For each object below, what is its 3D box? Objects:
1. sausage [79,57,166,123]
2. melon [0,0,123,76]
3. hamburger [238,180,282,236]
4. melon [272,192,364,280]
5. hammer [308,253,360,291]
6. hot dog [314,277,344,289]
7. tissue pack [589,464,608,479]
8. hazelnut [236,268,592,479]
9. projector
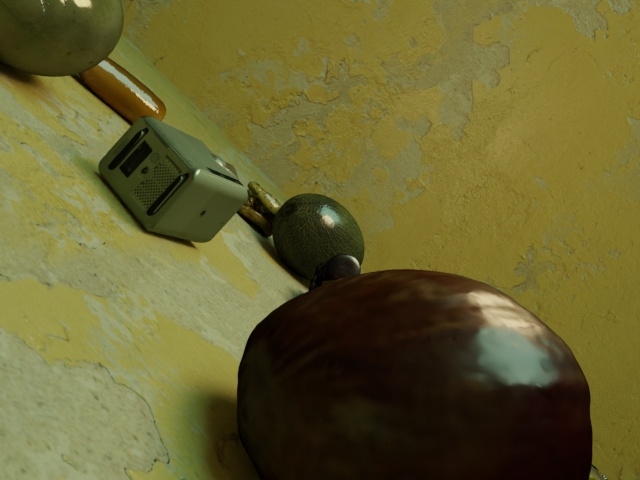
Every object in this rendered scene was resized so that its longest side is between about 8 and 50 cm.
[{"bbox_3d":[-0.547,-0.412,1.711,0.328,0.112,0.112,38,9,-31],"label":"sausage"},{"bbox_3d":[-0.541,-0.449,1.242,0.268,0.268,0.330,47,23,19],"label":"melon"},{"bbox_3d":[-0.182,-0.105,2.001,0.185,0.113,0.177,49,9,29],"label":"hamburger"},{"bbox_3d":[0.000,0.000,1.903,0.302,0.237,0.237,42,7,-35],"label":"melon"},{"bbox_3d":[0.173,0.151,1.662,0.409,0.095,0.242,17,-19,-7],"label":"hammer"},{"bbox_3d":[0.063,0.182,1.533,0.194,0.107,0.326,7,-18,5],"label":"hot dog"},{"bbox_3d":[0.312,0.424,1.026,0.192,0.271,0.134,43,10,-5],"label":"tissue pack"},{"bbox_3d":[0.096,0.207,0.784,0.421,0.352,0.420,8,31,-5],"label":"hazelnut"},{"bbox_3d":[-0.268,-0.107,1.243,0.177,0.163,0.242,48,11,20],"label":"projector"}]
